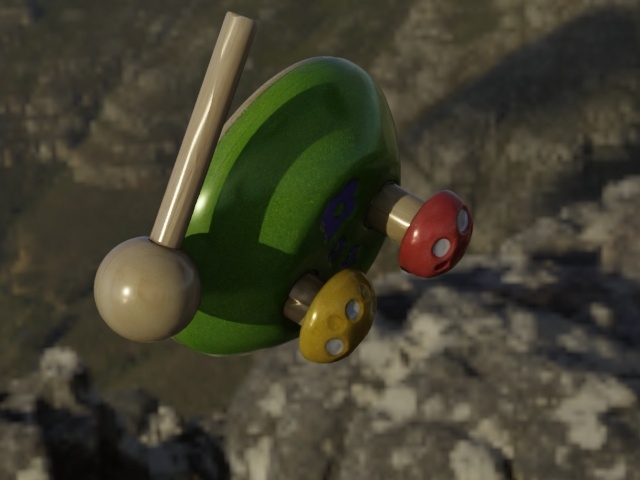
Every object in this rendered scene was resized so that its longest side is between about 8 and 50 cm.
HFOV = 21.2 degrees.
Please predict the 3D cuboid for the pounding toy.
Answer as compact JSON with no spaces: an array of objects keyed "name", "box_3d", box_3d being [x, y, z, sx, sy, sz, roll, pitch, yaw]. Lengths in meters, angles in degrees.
[{"name":"pounding toy","box_3d":[0.000,0.000,0.906,0.110,0.183,0.237,31,5,23]}]
